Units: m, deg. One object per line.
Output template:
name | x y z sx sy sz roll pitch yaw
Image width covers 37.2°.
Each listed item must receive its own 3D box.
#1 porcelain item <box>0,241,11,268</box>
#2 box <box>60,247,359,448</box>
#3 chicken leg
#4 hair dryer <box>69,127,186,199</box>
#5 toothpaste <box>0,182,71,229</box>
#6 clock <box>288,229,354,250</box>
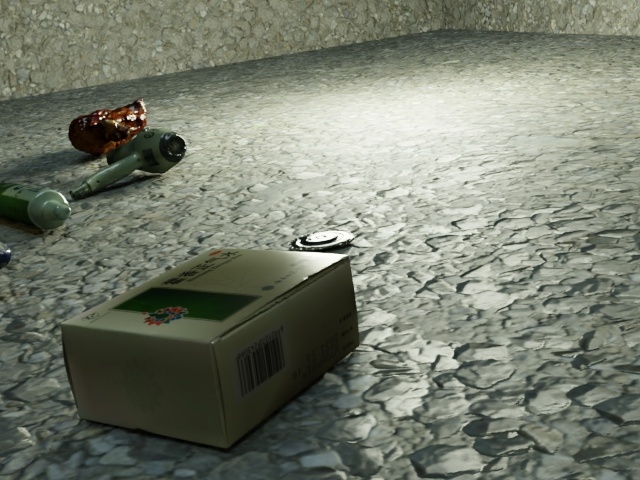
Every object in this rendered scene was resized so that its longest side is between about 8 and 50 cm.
porcelain item | -0.500 0.014 1.197 0.288 0.138 0.186 3 1 43
box | -0.090 0.082 0.833 0.168 0.095 0.212 1 18 32
chicken leg | -0.436 -0.224 1.954 0.157 0.096 0.407 -18 11 -3
hair dryer | -0.370 -0.137 1.748 0.224 0.088 0.219 -29 16 -17
toothpaste | -0.493 -0.061 1.534 0.098 0.061 0.392 -19 18 -34
clock | 0.000 0.000 1.209 0.083 0.010 0.074 -12 18 -18
